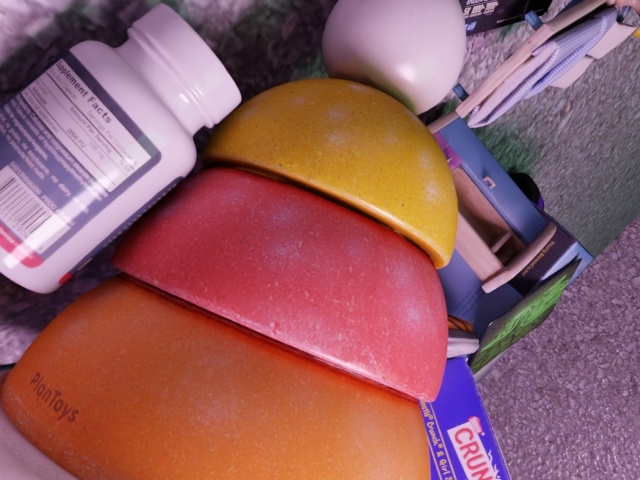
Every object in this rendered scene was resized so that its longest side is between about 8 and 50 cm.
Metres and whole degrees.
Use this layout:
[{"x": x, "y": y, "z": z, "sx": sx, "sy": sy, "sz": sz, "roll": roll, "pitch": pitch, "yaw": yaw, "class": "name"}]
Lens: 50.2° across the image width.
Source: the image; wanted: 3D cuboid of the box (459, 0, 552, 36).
[{"x": 0.164, "y": -0.277, "z": 0.622, "sx": 0.180, "sy": 0.077, "sz": 0.147, "roll": -25, "pitch": 148, "yaw": -37, "class": "box"}]

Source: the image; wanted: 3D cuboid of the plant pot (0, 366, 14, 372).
[{"x": -0.286, "y": 0.217, "z": 0.597, "sx": 0.166, "sy": 0.165, "sz": 0.234, "roll": -52, "pitch": 149, "yaw": 15, "class": "plant pot"}]

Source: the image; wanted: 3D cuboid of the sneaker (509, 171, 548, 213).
[{"x": 0.291, "y": -0.007, "z": 1.203, "sx": 0.293, "sy": 0.102, "sz": 0.146, "roll": -50, "pitch": 141, "yaw": -19, "class": "sneaker"}]

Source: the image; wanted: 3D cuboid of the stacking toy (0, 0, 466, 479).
[{"x": 0.000, "y": 0.000, "z": 0.531, "sx": 0.480, "sy": 0.350, "sz": 0.350, "roll": -65, "pitch": 156, "yaw": -6, "class": "stacking toy"}]

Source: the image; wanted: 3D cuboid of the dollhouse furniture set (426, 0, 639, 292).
[{"x": 0.216, "y": -0.094, "z": 0.701, "sx": 0.286, "sy": 0.198, "sz": 0.303, "roll": -35, "pitch": 174, "yaw": -42, "class": "dollhouse furniture set"}]

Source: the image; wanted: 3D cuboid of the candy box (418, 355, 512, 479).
[{"x": 0.072, "y": 0.321, "z": 0.828, "sx": 0.317, "sy": 0.268, "sz": 0.122, "roll": -18, "pitch": 157, "yaw": 5, "class": "candy box"}]

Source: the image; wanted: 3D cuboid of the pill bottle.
[{"x": -0.144, "y": -0.063, "z": 0.440, "sx": 0.180, "sy": 0.108, "sz": 0.108, "roll": -42, "pitch": 155, "yaw": -6, "class": "pill bottle"}]

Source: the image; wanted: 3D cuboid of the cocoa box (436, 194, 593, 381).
[{"x": 0.203, "y": 0.072, "z": 1.042, "sx": 0.347, "sy": 0.228, "sz": 0.231, "roll": -51, "pitch": 155, "yaw": 12, "class": "cocoa box"}]

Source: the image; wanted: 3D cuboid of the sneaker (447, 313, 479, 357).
[{"x": 0.071, "y": 0.047, "z": 0.799, "sx": 0.124, "sy": 0.180, "sz": 0.321, "roll": -21, "pitch": 154, "yaw": 40, "class": "sneaker"}]

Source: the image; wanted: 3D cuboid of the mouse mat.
[{"x": 0.273, "y": 0.109, "z": 0.928, "sx": 0.189, "sy": 0.007, "sz": 0.153, "roll": -30, "pitch": 149, "yaw": -26, "class": "mouse mat"}]
